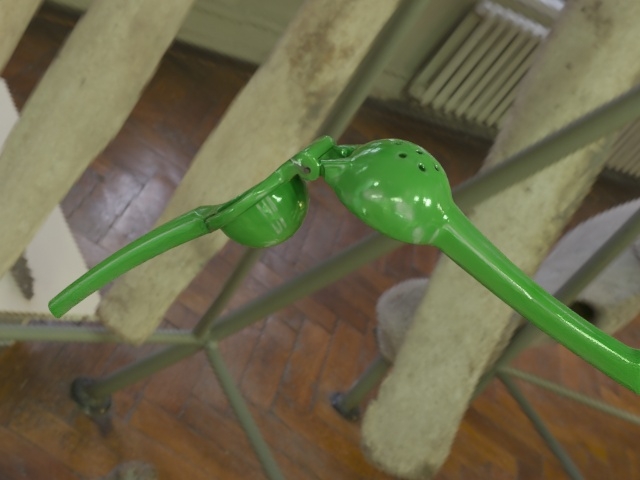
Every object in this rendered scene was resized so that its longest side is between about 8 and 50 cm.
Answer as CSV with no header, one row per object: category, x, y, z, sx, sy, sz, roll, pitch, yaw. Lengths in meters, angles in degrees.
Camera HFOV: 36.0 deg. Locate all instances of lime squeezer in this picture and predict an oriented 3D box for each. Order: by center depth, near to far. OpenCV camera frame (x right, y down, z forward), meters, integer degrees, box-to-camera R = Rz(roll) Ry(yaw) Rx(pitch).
lime squeezer,0.000,0.000,0.479,0.310,0.110,0.059,5,39,17
